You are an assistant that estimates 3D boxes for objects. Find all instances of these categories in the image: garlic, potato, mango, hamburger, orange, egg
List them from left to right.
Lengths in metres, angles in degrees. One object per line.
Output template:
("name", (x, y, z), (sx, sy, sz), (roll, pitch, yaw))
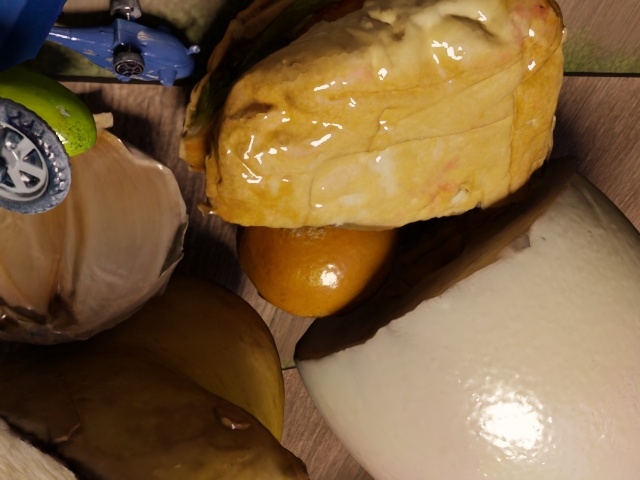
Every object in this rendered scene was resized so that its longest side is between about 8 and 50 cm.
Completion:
("mango", (-0.202, -0.085, 0.494), (0.108, 0.073, 0.056), (20, 121, -6))
("garlic", (-0.224, 0.002, 0.555), (0.229, 0.178, 0.143), (10, 153, -25))
("potato", (-0.123, 0.134, 0.622), (0.397, 0.290, 0.296), (-27, -162, 48))
("orange", (0.000, 0.000, 0.699), (0.154, 0.155, 0.134), (-29, 149, 4))
("hamburger", (0.066, -0.132, 0.567), (0.329, 0.162, 0.209), (-3, 136, -25))
("egg", (0.199, 0.146, 0.745), (0.354, 0.340, 0.354), (-36, -176, 3))

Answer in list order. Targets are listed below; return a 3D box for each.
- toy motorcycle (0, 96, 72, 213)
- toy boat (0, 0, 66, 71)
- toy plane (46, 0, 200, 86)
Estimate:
("toy motorcycle", (-0.241, -0.097, 0.365), (0.135, 0.092, 0.254), (-25, 116, 34))
("toy boat", (-0.144, -0.228, 0.364), (0.129, 0.088, 0.295), (27, 126, -24))
("toy plane", (-0.161, -0.137, 0.520), (0.167, 0.054, 0.062), (6, 159, -37))
